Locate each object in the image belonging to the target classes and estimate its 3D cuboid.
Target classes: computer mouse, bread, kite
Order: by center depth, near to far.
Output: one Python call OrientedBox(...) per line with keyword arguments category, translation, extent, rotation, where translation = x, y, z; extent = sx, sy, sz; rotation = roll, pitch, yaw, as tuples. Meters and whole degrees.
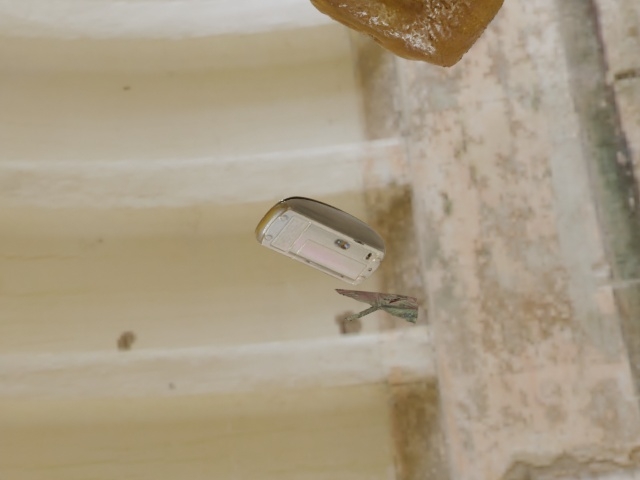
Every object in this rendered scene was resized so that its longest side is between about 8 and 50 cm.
OrientedBox(category="kite", translation=(0.069, 0.084, 1.374), extent=(0.137, 0.152, 0.005), rotation=(25, -118, -32))
OrientedBox(category="computer mouse", translation=(0.000, -0.001, 1.547), extent=(0.102, 0.199, 0.045), rotation=(-52, 29, 28))
OrientedBox(category="bread", translation=(0.166, -0.469, 1.801), extent=(0.337, 0.328, 0.148), rotation=(-56, 8, 25))
